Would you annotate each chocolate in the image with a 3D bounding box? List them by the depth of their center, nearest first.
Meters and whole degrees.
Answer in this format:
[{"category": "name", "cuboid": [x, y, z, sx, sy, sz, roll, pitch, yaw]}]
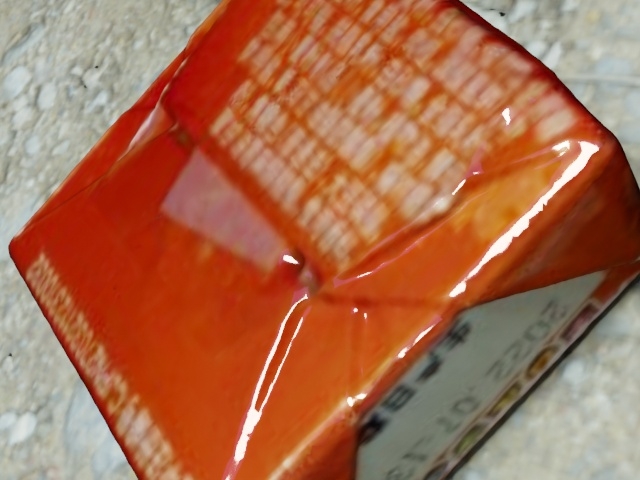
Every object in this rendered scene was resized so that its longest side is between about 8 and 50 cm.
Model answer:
[{"category": "chocolate", "cuboid": [0.000, 0.000, 0.631, 0.235, 0.108, 0.237, -48, 47, 6]}]
